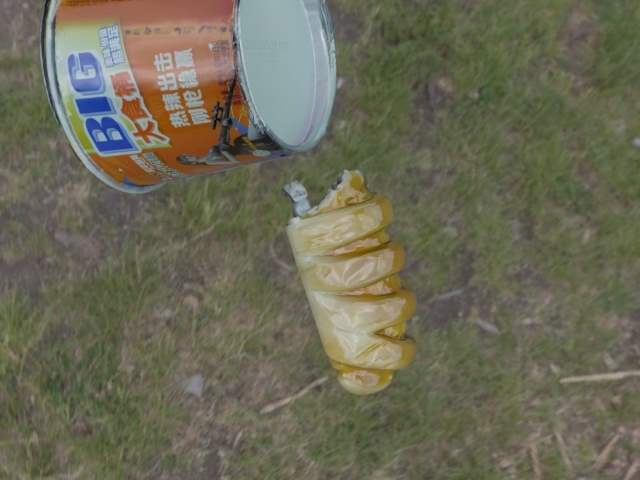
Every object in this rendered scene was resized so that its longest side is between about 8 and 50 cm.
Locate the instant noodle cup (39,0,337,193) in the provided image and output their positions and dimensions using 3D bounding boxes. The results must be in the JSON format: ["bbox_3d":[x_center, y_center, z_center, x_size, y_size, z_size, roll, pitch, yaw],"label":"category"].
[{"bbox_3d":[-0.125,-0.197,1.164,0.214,0.296,0.296,-2,62,26],"label":"instant noodle cup"}]

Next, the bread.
[{"bbox_3d":[0.029,0.032,0.852,0.084,0.119,0.177,-14,96,4],"label":"bread"}]

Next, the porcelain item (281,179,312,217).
[{"bbox_3d":[0.000,0.000,1.195,0.021,0.075,0.136,-33,76,-22],"label":"porcelain item"}]
